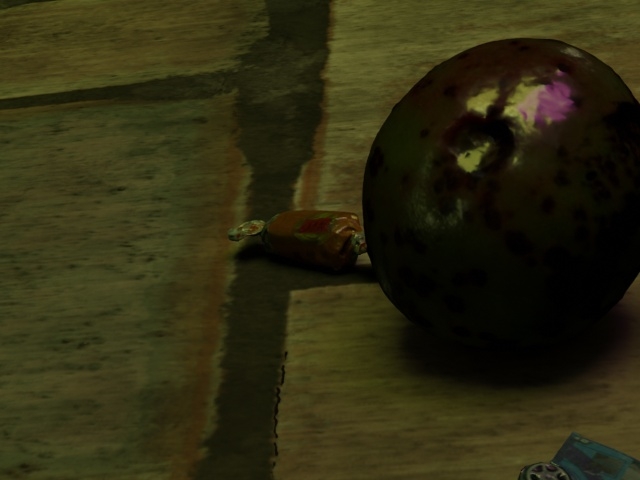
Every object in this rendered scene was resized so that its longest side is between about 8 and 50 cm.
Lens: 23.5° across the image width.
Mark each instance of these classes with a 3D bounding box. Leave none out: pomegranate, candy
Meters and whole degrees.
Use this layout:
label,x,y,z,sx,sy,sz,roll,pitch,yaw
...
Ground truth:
label,x,y,z,sx,sy,sz,roll,pitch,yaw
pomegranate,0.143,-0.021,1.212,0.242,0.242,0.306,-11,-15,-7
candy,0.000,0.000,1.361,0.182,0.046,0.053,5,31,35

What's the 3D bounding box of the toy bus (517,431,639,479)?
label,x,y,z,sx,sy,sz,roll,pitch,yaw
toy bus,0.125,0.206,0.870,0.094,0.079,0.236,24,37,22
